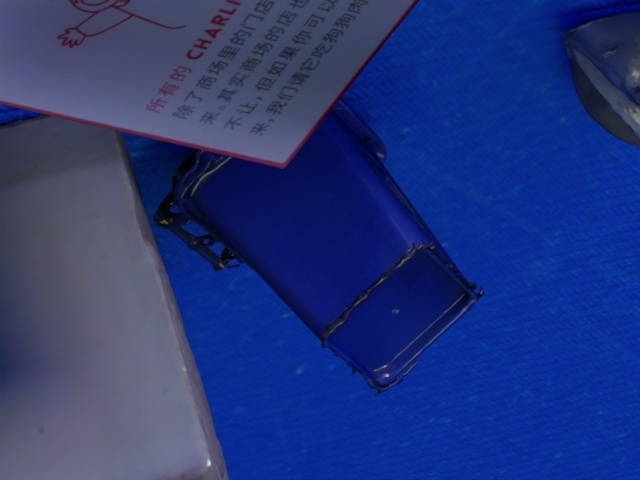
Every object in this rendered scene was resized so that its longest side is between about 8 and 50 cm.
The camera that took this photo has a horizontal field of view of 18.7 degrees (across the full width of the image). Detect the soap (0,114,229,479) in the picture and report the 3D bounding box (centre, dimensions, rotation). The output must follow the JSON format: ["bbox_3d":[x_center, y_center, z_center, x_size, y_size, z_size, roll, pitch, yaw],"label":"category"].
[{"bbox_3d":[-0.195,0.127,1.488,0.213,0.435,0.350,-18,141,-4],"label":"soap"}]

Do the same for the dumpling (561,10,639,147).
[{"bbox_3d":[0.286,-0.128,1.654,0.199,0.136,0.118,2,131,-44],"label":"dumpling"}]

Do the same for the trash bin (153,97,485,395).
[{"bbox_3d":[0.000,0.000,1.564,0.184,0.234,0.162,-43,141,5],"label":"trash bin"}]

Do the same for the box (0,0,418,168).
[{"bbox_3d":[-0.099,-0.266,1.140,0.312,0.300,0.314,11,133,-37],"label":"box"}]
